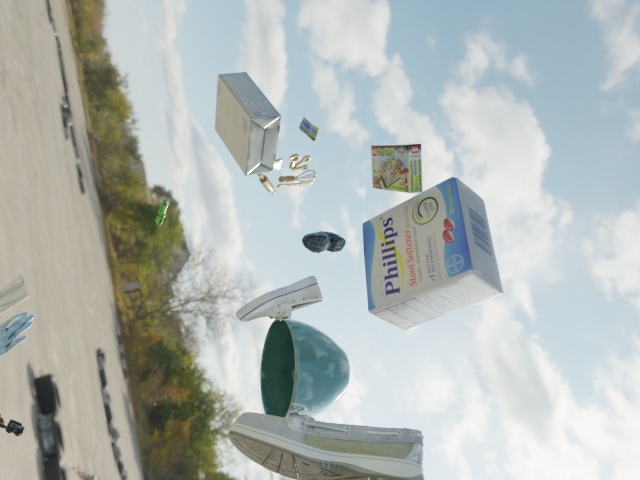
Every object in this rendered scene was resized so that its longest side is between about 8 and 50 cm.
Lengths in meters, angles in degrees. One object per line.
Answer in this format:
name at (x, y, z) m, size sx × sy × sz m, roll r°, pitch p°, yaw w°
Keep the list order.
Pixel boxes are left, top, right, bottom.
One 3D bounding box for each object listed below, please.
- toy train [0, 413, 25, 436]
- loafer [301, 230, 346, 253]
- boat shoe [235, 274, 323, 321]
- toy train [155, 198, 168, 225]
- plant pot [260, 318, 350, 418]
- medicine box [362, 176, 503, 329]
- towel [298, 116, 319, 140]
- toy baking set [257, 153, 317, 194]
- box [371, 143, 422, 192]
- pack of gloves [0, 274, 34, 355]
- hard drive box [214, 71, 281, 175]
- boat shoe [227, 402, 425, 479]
toy train at (-0.821, 0.449, 1.459) m, size 0.027 × 0.158 × 0.036 m, roll -14°, pitch -132°, yaw 54°
loafer at (0.000, 0.000, 1.717) m, size 0.061 × 0.170 × 0.062 m, roll 41°, pitch -70°, yaw 35°
boat shoe at (-0.094, 0.159, 1.428) m, size 0.076 × 0.226 × 0.083 m, roll 62°, pitch -18°, yaw 13°
toy train at (-0.438, -0.078, 1.606) m, size 0.024 × 0.017 × 0.083 m, roll 52°, pitch -54°, yaw 38°
plant pot at (-0.033, 0.365, 1.615) m, size 0.290 × 0.195 × 0.291 m, roll -174°, pitch -90°, yaw -67°
medicine box at (0.260, 0.037, 1.403) m, size 0.289 × 0.149 × 0.264 m, roll -28°, pitch -131°, yaw 34°
towel at (-0.032, -0.316, 1.645) m, size 0.009 × 0.060 × 0.083 m, roll -43°, pitch -162°, yaw 30°
toy baking set at (-0.111, -0.224, 2.058) m, size 0.256 × 0.196 × 0.030 m, roll 64°, pitch 6°, yaw -65°
box at (0.184, -0.180, 1.425) m, size 0.207 × 0.036 × 0.114 m, roll -158°, pitch -117°, yaw -69°
pack of gloves at (-0.657, 0.178, 1.093) m, size 0.195 × 0.232 × 0.046 m, roll 41°, pitch -13°, yaw 46°
hard drive box at (-0.203, -0.320, 1.576) m, size 0.232 × 0.089 × 0.181 m, roll 55°, pitch -34°, yaw 35°
boat shoe at (0.013, 0.327, 0.937) m, size 0.118 × 0.320 × 0.103 m, roll 101°, pitch 0°, yaw -50°
